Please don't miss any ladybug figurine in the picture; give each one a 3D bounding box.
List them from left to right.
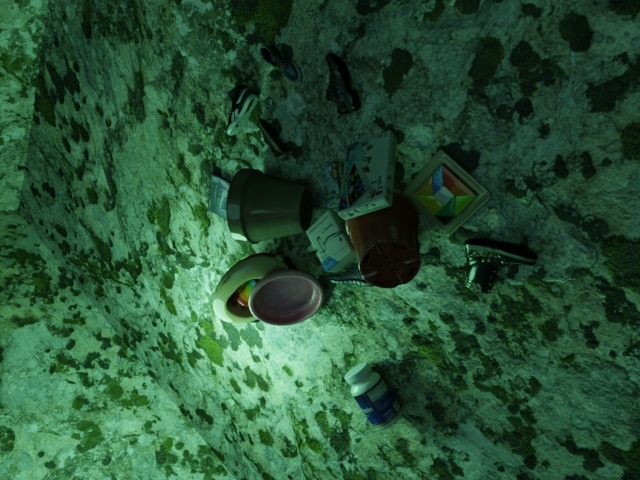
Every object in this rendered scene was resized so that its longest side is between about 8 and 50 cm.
[{"bbox_3d":[-0.318,0.207,2.063,0.305,0.161,0.449,33,115,-32],"label":"ladybug figurine"}]

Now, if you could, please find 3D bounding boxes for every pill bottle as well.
[{"bbox_3d":[0.228,0.672,1.929,0.153,0.153,0.264,-37,84,38],"label":"pill bottle"}]

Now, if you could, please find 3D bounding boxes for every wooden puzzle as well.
[{"bbox_3d":[0.429,-0.160,1.542,0.238,0.044,0.221,47,127,11],"label":"wooden puzzle"}]

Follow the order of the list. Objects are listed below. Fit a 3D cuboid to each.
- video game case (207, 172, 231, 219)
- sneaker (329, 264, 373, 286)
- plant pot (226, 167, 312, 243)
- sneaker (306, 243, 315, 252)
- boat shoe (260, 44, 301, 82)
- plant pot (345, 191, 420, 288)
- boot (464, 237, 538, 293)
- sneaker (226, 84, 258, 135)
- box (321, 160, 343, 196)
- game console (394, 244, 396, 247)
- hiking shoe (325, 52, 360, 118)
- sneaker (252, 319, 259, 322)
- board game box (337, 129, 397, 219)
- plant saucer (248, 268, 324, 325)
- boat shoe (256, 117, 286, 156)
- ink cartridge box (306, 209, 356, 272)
[{"bbox_3d":[-0.428,-0.182,2.123,0.275,0.026,0.195,28,121,24],"label":"video game case"},{"bbox_3d":[0.141,0.137,1.845,0.224,0.083,0.098,1,87,30],"label":"sneaker"},{"bbox_3d":[-0.192,-0.134,1.831,0.281,0.323,0.322,4,111,16],"label":"plant pot"},{"bbox_3d":[0.000,0.000,1.894,0.161,0.057,0.075,-23,77,39],"label":"sneaker"},{"bbox_3d":[-0.156,-0.679,1.711,0.183,0.083,0.065,49,127,8],"label":"boat shoe"},{"bbox_3d":[0.226,0.008,1.538,0.273,0.265,0.272,1,124,1],"label":"plant pot"},{"bbox_3d":[0.601,0.097,1.502,0.237,0.085,0.178,14,118,36],"label":"boot"},{"bbox_3d":[-0.362,-0.568,1.903,0.121,0.079,0.217,49,119,13],"label":"sneaker"},{"bbox_3d":[0.050,-0.241,1.752,0.094,0.027,0.136,6,107,54],"label":"box"},{"bbox_3d":[0.238,0.077,1.735,0.124,0.085,0.143,-16,99,39],"label":"game console"},{"bbox_3d":[0.053,-0.562,1.613,0.114,0.086,0.226,-19,98,34],"label":"hiking shoe"},{"bbox_3d":[-0.407,0.300,2.259,0.287,0.109,0.130,26,111,15],"label":"sneaker"},{"bbox_3d":[0.167,-0.232,1.560,0.193,0.304,0.053,-16,142,37],"label":"board game box"},{"bbox_3d":[-0.153,0.244,1.970,0.333,0.084,0.331,-6,129,-8],"label":"plant saucer"},{"bbox_3d":[-0.216,-0.429,1.859,0.060,0.064,0.177,-35,89,36],"label":"boat shoe"},{"bbox_3d":[0.050,0.004,1.760,0.148,0.086,0.203,-43,62,28],"label":"ink cartridge box"}]
